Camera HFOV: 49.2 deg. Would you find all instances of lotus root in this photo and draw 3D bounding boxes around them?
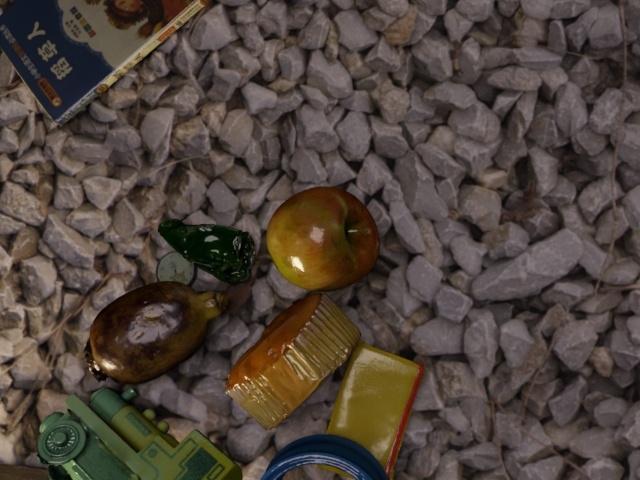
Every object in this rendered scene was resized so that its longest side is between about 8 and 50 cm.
[{"bbox_3d":[-0.318,0.168,1.318,0.314,0.141,0.169,-29,81,4],"label":"lotus root"}]

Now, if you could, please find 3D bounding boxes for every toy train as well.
[{"bbox_3d":[-0.348,0.399,1.279,0.369,0.150,0.237,33,60,25],"label":"toy train"}]

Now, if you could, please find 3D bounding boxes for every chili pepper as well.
[{"bbox_3d":[-0.223,0.008,1.370,0.216,0.062,0.108,26,69,15],"label":"chili pepper"}]

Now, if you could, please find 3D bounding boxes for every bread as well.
[{"bbox_3d":[-0.051,0.206,1.235,0.133,0.179,0.250,44,111,-4],"label":"bread"}]

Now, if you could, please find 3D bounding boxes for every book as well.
[{"bbox_3d":[-0.480,-0.487,1.506,0.428,0.039,0.300,-40,76,2],"label":"book"}]

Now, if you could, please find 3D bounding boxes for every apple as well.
[{"bbox_3d":[0.000,0.000,1.262,0.196,0.196,0.195,-2,81,11],"label":"apple"}]

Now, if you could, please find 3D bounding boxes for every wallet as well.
[{"bbox_3d":[0.092,0.314,1.262,0.141,0.067,0.241,18,89,8],"label":"wallet"}]

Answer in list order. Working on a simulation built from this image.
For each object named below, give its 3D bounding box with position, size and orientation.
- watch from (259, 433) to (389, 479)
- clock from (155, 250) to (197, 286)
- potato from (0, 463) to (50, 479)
[{"bbox_3d":[0.015,0.490,1.149,0.305,0.241,0.274,41,92,5],"label":"watch"},{"bbox_3d":[-0.287,0.061,1.393,0.085,0.017,0.085,-2,81,11],"label":"clock"},{"bbox_3d":[-0.608,0.504,1.362,0.261,0.100,0.120,-2,120,-4],"label":"potato"}]
